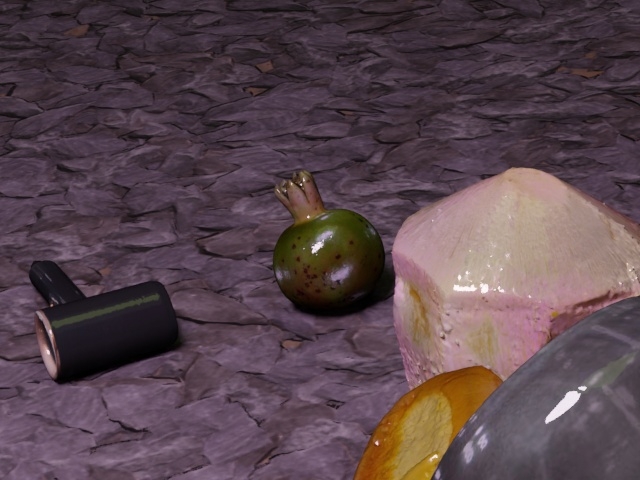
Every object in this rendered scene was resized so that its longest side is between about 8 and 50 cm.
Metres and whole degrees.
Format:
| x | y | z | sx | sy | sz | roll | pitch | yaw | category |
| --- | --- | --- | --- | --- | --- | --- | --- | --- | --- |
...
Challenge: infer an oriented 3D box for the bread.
| x | y | z | sx | sy | sz | roll | pitch | yaw | category |
| --- | --- | --- | --- | --- | --- | --- | --- | --- | --- |
| 0.094 | 0.214 | 1.377 | 0.152 | 0.119 | 0.288 | -40 | 15 | 27 | bread |

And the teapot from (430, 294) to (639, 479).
| x | y | z | sx | sy | sz | roll | pitch | yaw | category |
| --- | --- | --- | --- | --- | --- | --- | --- | --- | --- |
| 0.264 | 0.211 | 1.125 | 0.300 | 0.253 | 0.344 | -33 | 65 | -17 | teapot |

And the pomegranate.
| x | y | z | sx | sy | sz | roll | pitch | yaw | category |
| --- | --- | --- | --- | --- | --- | --- | --- | --- | --- |
| 0.000 | 0.000 | 1.823 | 0.114 | 0.142 | 0.114 | -23 | 8 | 3 | pomegranate |

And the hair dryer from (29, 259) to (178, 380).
| x | y | z | sx | sy | sz | roll | pitch | yaw | category |
| --- | --- | --- | --- | --- | --- | --- | --- | --- | --- |
| -0.237 | 0.055 | 1.856 | 0.128 | 0.070 | 0.255 | -15 | 23 | -18 | hair dryer |

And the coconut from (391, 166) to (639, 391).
| x | y | z | sx | sy | sz | roll | pitch | yaw | category |
| --- | --- | --- | --- | --- | --- | --- | --- | --- | --- |
| 0.172 | 0.058 | 1.552 | 0.233 | 0.245 | 0.233 | -6 | 29 | 3 | coconut |
